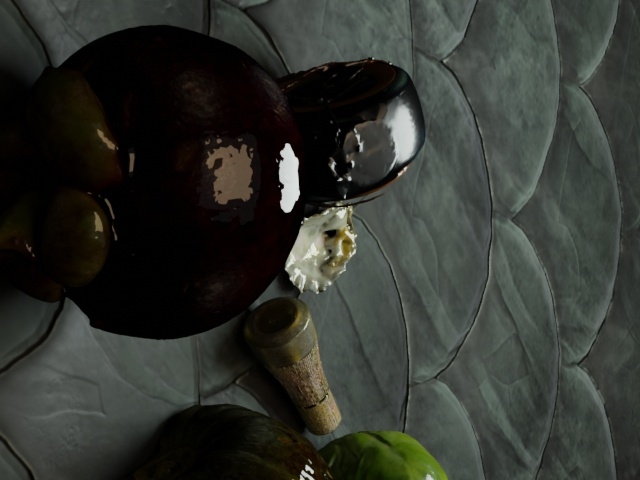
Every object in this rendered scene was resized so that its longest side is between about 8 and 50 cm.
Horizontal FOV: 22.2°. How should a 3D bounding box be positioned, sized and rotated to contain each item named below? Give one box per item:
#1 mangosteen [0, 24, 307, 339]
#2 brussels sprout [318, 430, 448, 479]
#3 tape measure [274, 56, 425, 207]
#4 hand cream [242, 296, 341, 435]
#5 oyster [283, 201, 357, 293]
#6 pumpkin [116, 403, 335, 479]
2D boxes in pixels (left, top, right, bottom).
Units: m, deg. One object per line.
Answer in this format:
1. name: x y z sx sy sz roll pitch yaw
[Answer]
1. mangosteen: -0.179 -0.052 1.567 0.347 0.307 0.307 -10 98 -41
2. brussels sprout: 0.064 0.338 1.981 0.161 0.223 0.223 32 64 -43
3. tape measure: 0.015 -0.133 1.912 0.223 0.202 0.135 -41 126 -41
4. hand cream: -0.022 0.161 1.971 0.084 0.084 0.203 -60 140 -35
5. oyster: 0.000 0.000 2.023 0.121 0.045 0.146 37 67 -52
6. pumpkin: -0.091 0.328 1.745 0.325 0.232 0.242 -46 128 -40
